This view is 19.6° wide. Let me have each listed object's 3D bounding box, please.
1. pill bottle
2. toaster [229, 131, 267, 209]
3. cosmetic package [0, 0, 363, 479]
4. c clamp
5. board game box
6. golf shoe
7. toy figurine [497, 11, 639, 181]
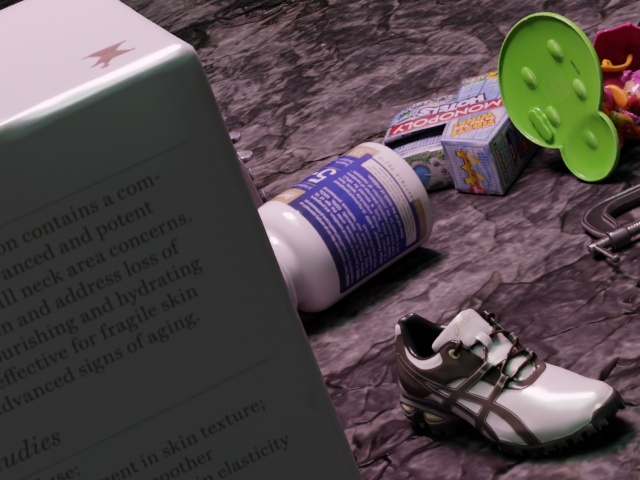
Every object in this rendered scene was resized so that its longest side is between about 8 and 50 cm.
[{"bbox_3d":[0.000,0.000,1.677,0.187,0.112,0.112,-33,25,-28],"label":"pill bottle"},{"bbox_3d":[-0.153,-0.043,1.913,0.186,0.110,0.168,-22,21,-4],"label":"toaster"},{"bbox_3d":[-0.208,0.069,1.328,0.329,0.393,0.327,-25,22,-11],"label":"cosmetic package"},{"bbox_3d":[0.294,-0.026,1.608,0.161,0.022,0.137,-27,18,-10],"label":"c clamp"},{"bbox_3d":[0.140,-0.101,1.857,0.194,0.060,0.194,-13,23,19],"label":"board game box"},{"bbox_3d":[0.128,0.099,1.364,0.198,0.093,0.077,3,31,42],"label":"golf shoe"},{"bbox_3d":[0.281,-0.147,1.781,0.159,0.173,0.130,-15,-23,-39],"label":"toy figurine"}]
